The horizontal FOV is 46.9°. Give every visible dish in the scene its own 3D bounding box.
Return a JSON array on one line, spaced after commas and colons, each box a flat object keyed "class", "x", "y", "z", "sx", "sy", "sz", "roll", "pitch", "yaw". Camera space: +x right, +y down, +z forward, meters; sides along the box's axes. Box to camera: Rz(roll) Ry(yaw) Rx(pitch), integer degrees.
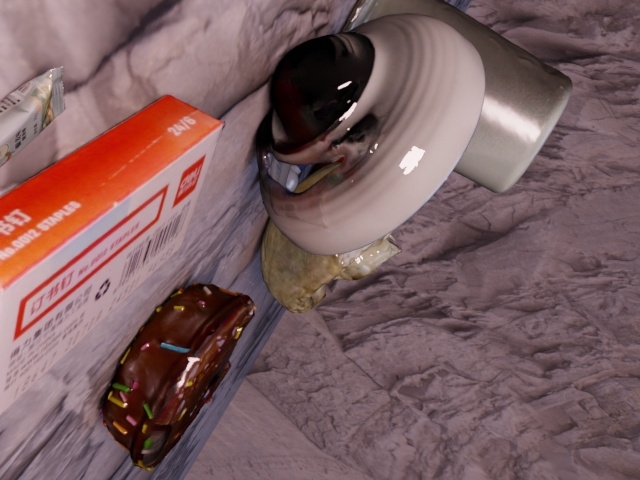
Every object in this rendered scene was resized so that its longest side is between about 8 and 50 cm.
[{"class": "dish", "x": 0.012, "y": -0.134, "z": 0.731, "sx": 0.273, "sy": 0.133, "sz": 0.273, "roll": -32, "pitch": -139, "yaw": 32}]

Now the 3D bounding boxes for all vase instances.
[{"class": "vase", "x": 0.172, "y": -0.213, "z": 0.992, "sx": 0.245, "sy": 0.291, "sz": 0.245, "roll": -60, "pitch": 175, "yaw": -8}]

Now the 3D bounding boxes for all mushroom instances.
[{"class": "mushroom", "x": -0.002, "y": -0.008, "z": 1.179, "sx": 0.267, "sy": 0.190, "sz": 0.164, "roll": -34, "pitch": 173, "yaw": 28}]

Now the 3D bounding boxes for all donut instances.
[{"class": "donut", "x": -0.173, "y": 0.155, "z": 0.868, "sx": 0.216, "sy": 0.096, "sz": 0.230, "roll": -53, "pitch": 173, "yaw": -33}]

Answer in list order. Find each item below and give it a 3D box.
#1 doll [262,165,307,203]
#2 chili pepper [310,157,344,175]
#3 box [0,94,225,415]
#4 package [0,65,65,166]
[{"class": "doll", "x": -0.032, "y": -0.105, "z": 0.941, "sx": 0.143, "sy": 0.057, "sz": 0.099, "roll": -57, "pitch": -164, "yaw": -6}, {"class": "chili pepper", "x": 0.032, "y": -0.103, "z": 1.361, "sx": 0.388, "sy": 0.110, "sz": 0.110, "roll": -60, "pitch": 176, "yaw": 27}, {"class": "box", "x": -0.146, "y": 0.005, "z": 0.443, "sx": 0.229, "sy": 0.050, "sz": 0.123, "roll": -52, "pitch": 171, "yaw": -52}, {"class": "package", "x": -0.150, "y": -0.038, "z": 0.321, "sx": 0.110, "sy": 0.015, "sz": 0.037, "roll": -54, "pitch": 179, "yaw": -35}]
